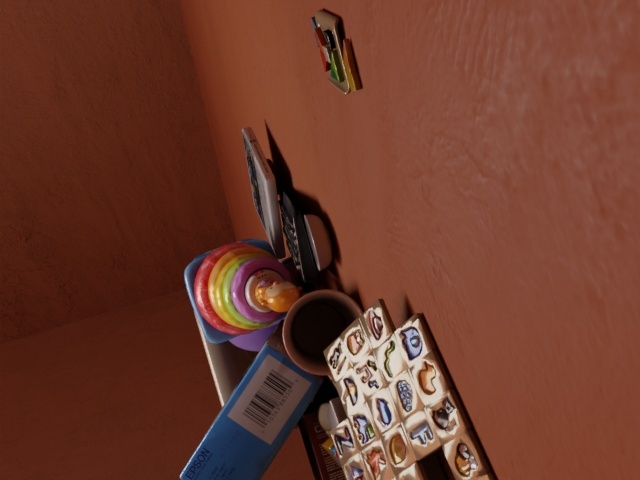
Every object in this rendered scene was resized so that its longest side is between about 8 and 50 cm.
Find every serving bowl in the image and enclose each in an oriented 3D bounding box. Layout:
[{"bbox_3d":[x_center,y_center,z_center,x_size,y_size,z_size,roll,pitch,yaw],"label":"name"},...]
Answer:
[{"bbox_3d":[0.000,0.000,1.036,0.083,0.027,0.083,164,90,-86],"label":"serving bowl"}]

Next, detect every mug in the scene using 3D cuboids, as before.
[{"bbox_3d":[0.001,0.147,1.034,0.169,0.113,0.150,129,140,-83],"label":"mug"}]

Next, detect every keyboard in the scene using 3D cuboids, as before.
[{"bbox_3d":[-0.037,0.020,1.212,0.317,0.033,0.201,-122,16,-79],"label":"keyboard"}]

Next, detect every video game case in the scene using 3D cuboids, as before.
[{"bbox_3d":[-0.105,-0.088,1.343,0.173,0.022,0.190,-117,15,-45],"label":"video game case"}]

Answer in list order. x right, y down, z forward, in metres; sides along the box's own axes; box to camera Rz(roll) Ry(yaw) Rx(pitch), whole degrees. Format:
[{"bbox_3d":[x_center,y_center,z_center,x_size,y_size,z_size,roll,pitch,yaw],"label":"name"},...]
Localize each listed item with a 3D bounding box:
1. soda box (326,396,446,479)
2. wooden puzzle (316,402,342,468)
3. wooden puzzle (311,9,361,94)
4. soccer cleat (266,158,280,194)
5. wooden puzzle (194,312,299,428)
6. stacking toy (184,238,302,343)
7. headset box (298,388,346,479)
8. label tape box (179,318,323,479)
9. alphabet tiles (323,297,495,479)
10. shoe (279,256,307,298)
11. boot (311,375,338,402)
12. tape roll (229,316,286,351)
[{"bbox_3d":[0.097,0.306,0.809,0.091,0.098,0.286,97,156,-68],"label":"soda box"},{"bbox_3d":[0.070,0.328,0.983,0.238,0.044,0.221,52,168,7],"label":"wooden puzzle"},{"bbox_3d":[0.010,-0.183,0.701,0.116,0.014,0.078,-128,23,-67],"label":"wooden puzzle"},{"bbox_3d":[-0.099,-0.125,1.410,0.035,0.029,0.083,-127,18,-54],"label":"soccer cleat"},{"bbox_3d":[-0.145,0.292,1.679,0.348,0.081,0.322,10,-125,-58],"label":"wooden puzzle"},{"bbox_3d":[-0.105,0.084,1.189,0.302,0.175,0.165,-3,106,69],"label":"stacking toy"},{"bbox_3d":[0.045,0.379,1.200,0.218,0.110,0.293,122,130,-78],"label":"headset box"},{"bbox_3d":[-0.095,0.272,1.237,0.115,0.249,0.347,32,-176,-1],"label":"label tape box"},{"bbox_3d":[0.072,0.189,0.718,0.198,0.009,0.237,-50,51,43],"label":"alphabet tiles"},{"bbox_3d":[-0.056,0.090,1.427,0.178,0.064,0.081,108,142,-76],"label":"shoe"},{"bbox_3d":[-0.005,0.333,1.524,0.295,0.104,0.211,-114,20,-44],"label":"boot"},{"bbox_3d":[-0.127,0.138,1.545,0.080,0.189,0.189,84,166,-45],"label":"tape roll"}]
